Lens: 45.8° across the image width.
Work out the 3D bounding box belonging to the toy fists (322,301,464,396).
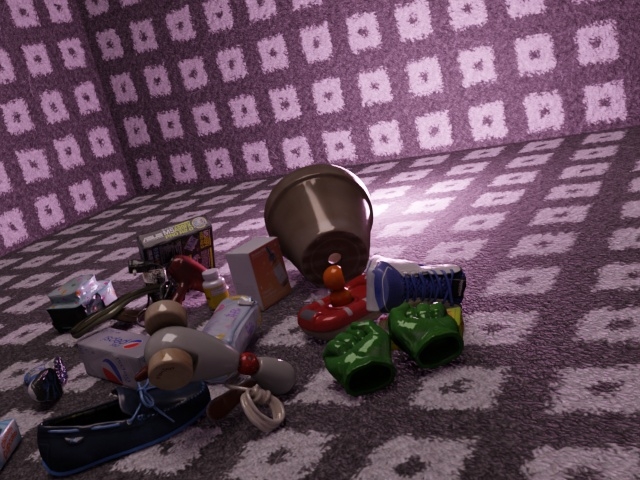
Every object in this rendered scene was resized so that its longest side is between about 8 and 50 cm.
[{"bbox_3d":[0.140,0.203,1.515,0.279,0.096,0.142,-21,28,-9],"label":"toy fists"}]

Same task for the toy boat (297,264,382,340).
[{"bbox_3d":[0.049,0.130,1.804,0.231,0.151,0.151,-24,19,-31],"label":"toy boat"}]

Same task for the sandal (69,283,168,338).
[{"bbox_3d":[-0.575,0.210,2.199,0.303,0.086,0.120,-32,6,-19],"label":"sandal"}]

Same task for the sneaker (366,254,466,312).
[{"bbox_3d":[0.229,0.096,1.723,0.182,0.127,0.316,-1,-2,25],"label":"sneaker"}]

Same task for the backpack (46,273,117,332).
[{"bbox_3d":[-0.720,0.182,2.311,0.166,0.144,0.188,-10,12,33],"label":"backpack"}]

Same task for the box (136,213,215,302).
[{"bbox_3d":[-0.430,0.058,2.298,0.216,0.270,0.060,-21,54,-19],"label":"box"}]

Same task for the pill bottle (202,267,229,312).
[{"bbox_3d":[-0.295,0.140,2.131,0.065,0.116,0.065,-13,15,3],"label":"pill bottle"}]

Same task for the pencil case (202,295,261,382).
[{"bbox_3d":[-0.216,0.224,1.769,0.124,0.113,0.273,-33,11,18],"label":"pencil case"}]

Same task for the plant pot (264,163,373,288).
[{"bbox_3d":[0.017,-0.015,2.148,0.324,0.323,0.280,-15,33,-4],"label":"plant pot"}]

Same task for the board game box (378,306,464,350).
[{"bbox_3d":[0.216,0.192,1.641,0.182,0.043,0.092,-10,16,15],"label":"board game box"}]

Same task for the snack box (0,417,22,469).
[{"bbox_3d":[-0.797,0.462,1.537,0.322,0.060,0.187,-13,16,2],"label":"snack box"}]

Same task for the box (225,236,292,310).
[{"bbox_3d":[-0.169,0.091,2.096,0.091,0.170,0.130,-1,21,39],"label":"box"}]

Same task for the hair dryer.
[{"bbox_3d":[-0.406,0.148,2.183,0.294,0.223,0.080,-7,-18,-30],"label":"hair dryer"}]

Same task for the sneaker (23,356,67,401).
[{"bbox_3d":[-0.672,0.347,1.828,0.081,0.080,0.211,-22,6,-4],"label":"sneaker"}]

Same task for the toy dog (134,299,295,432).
[{"bbox_3d":[-0.225,0.260,1.484,0.161,0.334,0.220,-46,15,29],"label":"toy dog"}]

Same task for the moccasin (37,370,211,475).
[{"bbox_3d":[-0.378,0.343,1.485,0.342,0.116,0.138,-22,17,-27],"label":"moccasin"}]

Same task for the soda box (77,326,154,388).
[{"bbox_3d":[-0.467,0.283,1.824,0.286,0.091,0.098,2,21,44],"label":"soda box"}]
